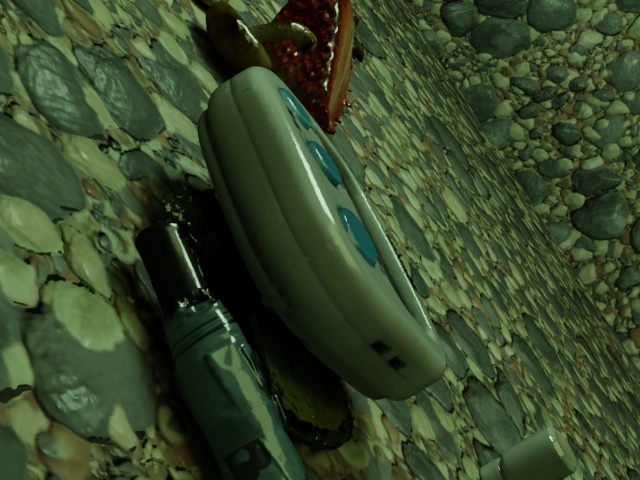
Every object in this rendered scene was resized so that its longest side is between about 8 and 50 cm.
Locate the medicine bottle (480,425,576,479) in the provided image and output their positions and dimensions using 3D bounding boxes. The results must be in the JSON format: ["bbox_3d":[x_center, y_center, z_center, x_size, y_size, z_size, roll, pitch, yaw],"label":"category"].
[{"bbox_3d":[0.211,0.231,0.962,0.052,0.089,0.052,48,20,-23],"label":"medicine bottle"}]

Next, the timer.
[{"bbox_3d":[0.000,0.000,0.751,0.237,0.087,0.262,49,13,-53],"label":"timer"}]

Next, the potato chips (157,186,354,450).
[{"bbox_3d":[-0.041,0.058,0.709,0.220,0.029,0.202,60,12,11],"label":"potato chips"}]

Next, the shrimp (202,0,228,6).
[{"bbox_3d":[-0.133,-0.322,1.122,0.091,0.034,0.161,50,20,-14],"label":"shrimp"}]

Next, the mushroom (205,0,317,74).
[{"bbox_3d":[-0.066,-0.210,1.027,0.129,0.073,0.088,10,16,-22],"label":"mushroom"}]

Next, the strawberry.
[{"bbox_3d":[-0.017,-0.231,1.171,0.236,0.106,0.175,-54,146,-69],"label":"strawberry"}]

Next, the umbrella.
[{"bbox_3d":[-0.058,0.100,0.583,0.053,0.052,0.250,-15,69,-35],"label":"umbrella"}]
